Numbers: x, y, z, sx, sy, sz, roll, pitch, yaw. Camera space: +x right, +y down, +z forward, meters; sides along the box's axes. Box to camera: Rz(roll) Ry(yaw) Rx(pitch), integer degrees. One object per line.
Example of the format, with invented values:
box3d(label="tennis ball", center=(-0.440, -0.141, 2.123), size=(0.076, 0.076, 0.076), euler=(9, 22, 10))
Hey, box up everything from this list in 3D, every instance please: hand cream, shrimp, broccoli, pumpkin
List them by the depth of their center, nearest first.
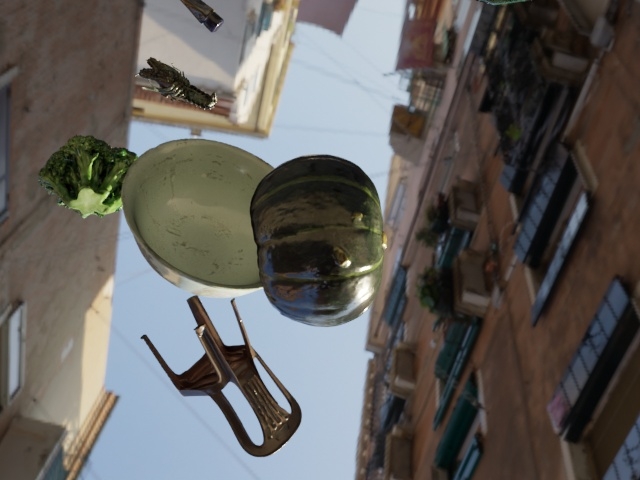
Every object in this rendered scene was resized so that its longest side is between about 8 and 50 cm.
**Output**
box3d(label="pumpkin", center=(0.000, 0.000, 1.420), size=(0.242, 0.323, 0.323), euler=(-8, -148, 0))
box3d(label="hand cream", center=(-0.254, -0.479, 1.511), size=(0.163, 0.039, 0.062), euler=(49, -148, -8))
box3d(label="shrimp", center=(-0.303, -0.318, 1.627), size=(0.174, 0.076, 0.082), euler=(29, -107, -5))
box3d(label="broccoli", center=(-0.671, -0.171, 2.262), size=(0.295, 0.265, 0.245), euler=(-3, -145, -19))

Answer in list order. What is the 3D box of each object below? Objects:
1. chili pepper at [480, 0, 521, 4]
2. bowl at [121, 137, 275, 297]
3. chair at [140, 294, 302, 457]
box3d(label="chili pepper", center=(0.390, -0.567, 1.697), size=(0.061, 0.098, 0.224), euler=(-34, -145, -31))
box3d(label="bowl", center=(-0.255, -0.012, 1.754), size=(0.435, 0.196, 0.434), euler=(17, -134, -18))
box3d(label="chair", center=(-0.198, 0.290, 1.638), size=(0.183, 0.326, 0.176), euler=(-10, -158, 43))
